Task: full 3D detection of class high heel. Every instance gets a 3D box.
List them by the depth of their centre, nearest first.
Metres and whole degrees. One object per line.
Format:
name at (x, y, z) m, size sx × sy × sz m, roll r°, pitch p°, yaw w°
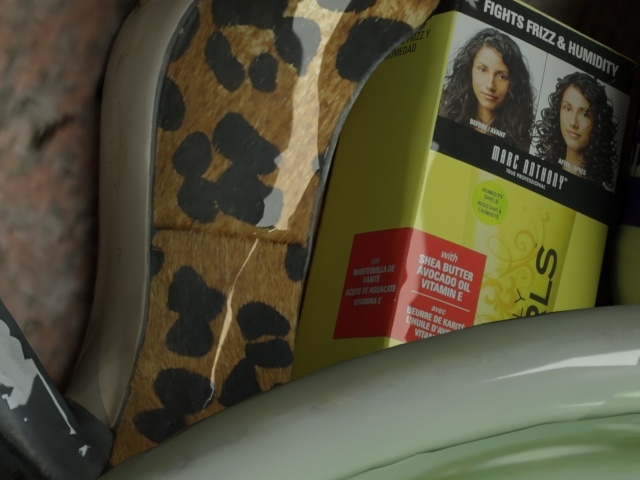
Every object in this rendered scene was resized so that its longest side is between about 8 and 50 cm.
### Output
high heel at (0.000, 0.000, 0.485) m, size 0.261 × 0.093 × 0.186 m, roll -35°, pitch 102°, yaw -18°

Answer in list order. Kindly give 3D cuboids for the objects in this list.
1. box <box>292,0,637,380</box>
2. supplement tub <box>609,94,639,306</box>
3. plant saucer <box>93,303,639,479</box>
box at (0.040, 0.036, 0.529) m, size 0.087 × 0.058 × 0.232 m, roll 22°, pitch 74°, yaw -30°
supplement tub at (0.232, -0.054, 0.538) m, size 0.241 × 0.241 × 0.331 m, roll 9°, pitch 93°, yaw -32°
plant saucer at (0.056, 0.175, 0.432) m, size 0.400 × 0.100 × 0.400 m, roll -4°, pitch 118°, yaw -7°
